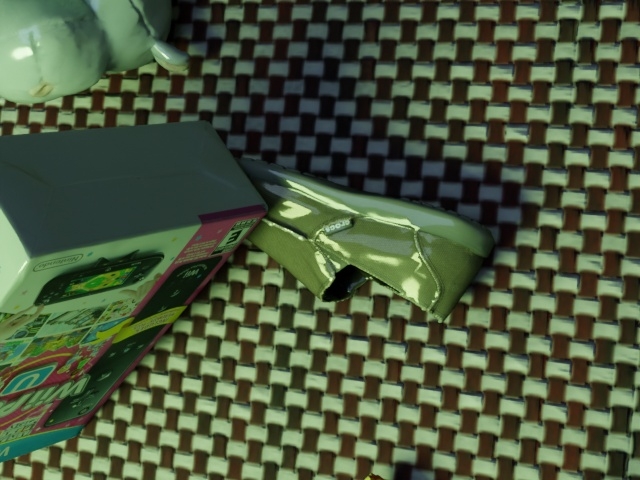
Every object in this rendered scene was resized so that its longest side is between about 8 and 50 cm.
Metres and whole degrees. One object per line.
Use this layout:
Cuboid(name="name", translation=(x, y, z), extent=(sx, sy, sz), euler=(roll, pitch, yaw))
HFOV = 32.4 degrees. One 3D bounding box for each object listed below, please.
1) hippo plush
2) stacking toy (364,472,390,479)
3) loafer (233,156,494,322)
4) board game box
Cuboid(name="hippo plush", translation=(-0.215, -0.247, 0.878), extent=(0.234, 0.237, 0.294), euler=(34, 54, 29))
Cuboid(name="stacking toy", translation=(0.066, 0.303, 0.791), extent=(0.221, 0.052, 0.167), euler=(42, 100, 20))
Cuboid(name="loafer", translation=(0.000, 0.000, 0.828), extent=(0.251, 0.094, 0.087), euler=(14, 85, 22))
Cuboid(name="board game box", translation=(-0.209, 0.053, 0.792), extent=(0.303, 0.224, 0.097), euler=(-46, 70, 33))
